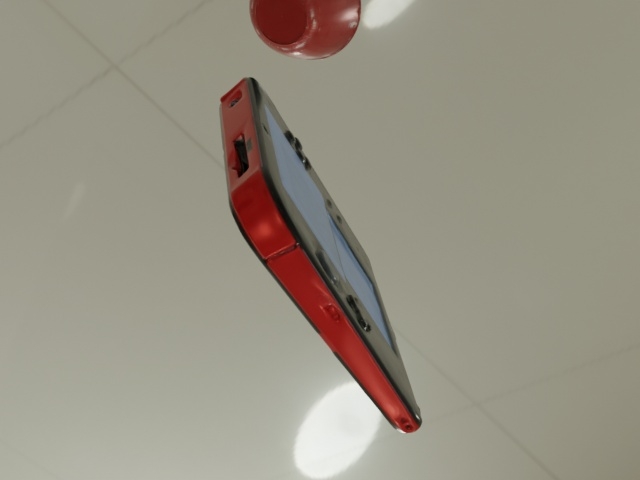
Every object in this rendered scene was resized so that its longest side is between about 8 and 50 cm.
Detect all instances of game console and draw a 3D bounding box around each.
[{"bbox_3d":[0.000,0.000,1.253,0.060,0.342,0.386,-33,-153,10],"label":"game console"}]

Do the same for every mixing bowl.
[{"bbox_3d":[-0.038,-0.350,1.630,0.181,0.181,0.098,-26,-169,32],"label":"mixing bowl"}]
